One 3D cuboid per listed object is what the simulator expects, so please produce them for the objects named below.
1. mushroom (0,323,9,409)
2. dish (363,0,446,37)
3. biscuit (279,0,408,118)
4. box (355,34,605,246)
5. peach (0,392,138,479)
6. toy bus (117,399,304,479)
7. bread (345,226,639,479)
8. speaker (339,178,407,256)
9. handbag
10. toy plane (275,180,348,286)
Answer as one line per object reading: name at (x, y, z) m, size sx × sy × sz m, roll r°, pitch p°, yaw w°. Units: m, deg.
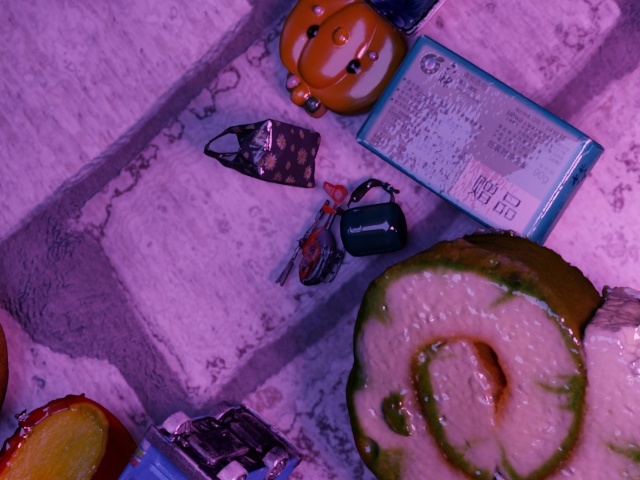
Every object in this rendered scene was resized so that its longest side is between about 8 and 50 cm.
mushroom at (-0.540, 0.165, 2.053) m, size 0.278 × 0.163 × 0.297 m, roll 41°, pitch 100°, yaw 18°
dish at (0.135, -0.378, 1.903) m, size 0.243 × 0.080 × 0.182 m, roll -47°, pitch 71°, yaw 12°
biscuit at (0.017, -0.228, 1.947) m, size 0.170 × 0.050 × 0.170 m, roll -2°, pitch 83°, yaw 21°
box at (0.185, -0.112, 1.853) m, size 0.245 × 0.092 × 0.153 m, roll 36°, pitch 98°, yaw 20°
peach at (-0.312, 0.301, 1.932) m, size 0.196 × 0.190 × 0.226 m, roll 5°, pitch 106°, yaw -14°
toy bus at (-0.130, 0.274, 1.859) m, size 0.116 × 0.234 × 0.134 m, roll 38°, pitch 106°, yaw 19°
bread at (0.215, 0.163, 1.750) m, size 0.382 × 0.129 × 0.366 m, roll -23°, pitch 91°, yaw 27°
speaker at (0.062, -0.030, 1.905) m, size 0.075 × 0.060 × 0.094 m, roll -9°, pitch 82°, yaw 18°
handbag at (-0.083, -0.104, 1.952) m, size 0.139 × 0.115 × 0.072 m, roll 0°, pitch 85°, yaw 37°
toy plane at (0.000, 0.000, 1.939) m, size 0.060 × 0.037 × 0.145 m, roll 28°, pitch 99°, yaw 30°
